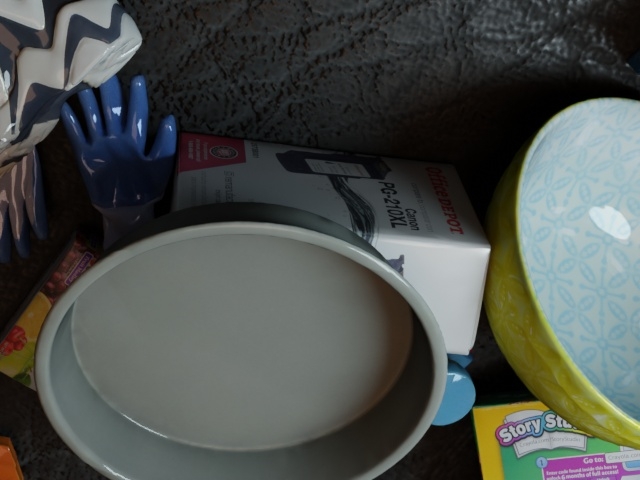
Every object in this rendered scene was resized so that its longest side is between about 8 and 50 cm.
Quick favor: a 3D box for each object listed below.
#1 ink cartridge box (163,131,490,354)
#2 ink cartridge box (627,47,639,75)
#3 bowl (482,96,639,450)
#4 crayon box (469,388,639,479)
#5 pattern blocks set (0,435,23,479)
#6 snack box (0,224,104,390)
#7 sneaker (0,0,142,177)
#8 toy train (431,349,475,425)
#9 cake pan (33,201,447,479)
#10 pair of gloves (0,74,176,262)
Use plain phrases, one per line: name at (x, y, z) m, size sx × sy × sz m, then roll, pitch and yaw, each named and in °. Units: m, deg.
ink cartridge box at (0.000, 0.000, 1.065) m, size 0.237 × 0.172 × 0.100 m, roll 6°, pitch 115°, yaw -8°
ink cartridge box at (0.317, -0.128, 1.032) m, size 0.061 × 0.181 × 0.104 m, roll 39°, pitch 106°, yaw -20°
bowl at (0.230, 0.046, 1.095) m, size 0.289 × 0.289 × 0.156 m, roll 28°, pitch 146°, yaw -17°
crayon box at (0.280, 0.204, 1.178) m, size 0.278 × 0.081 × 0.165 m, roll -8°, pitch 90°, yaw 12°
pattern blocks set at (-0.379, 0.277, 1.237) m, size 0.285 × 0.026 × 0.325 m, roll -33°, pitch 113°, yaw 9°
snack box at (-0.204, 0.070, 1.153) m, size 0.100 × 0.037 × 0.141 m, roll 32°, pitch 108°, yaw -19°
sneaker at (-0.267, -0.135, 1.009) m, size 0.235 × 0.094 × 0.153 m, roll -40°, pitch 87°, yaw 14°
toy train at (0.027, 0.154, 1.157) m, size 0.248 × 0.143 × 0.105 m, roll -42°, pitch 112°, yaw 13°
cake pan at (-0.056, 0.085, 0.976) m, size 0.293 × 0.054 × 0.293 m, roll -1°, pitch 131°, yaw -2°
pair of gloves at (-0.211, -0.057, 1.076) m, size 0.198 × 0.023 × 0.159 m, roll 0°, pitch 106°, yaw 6°
